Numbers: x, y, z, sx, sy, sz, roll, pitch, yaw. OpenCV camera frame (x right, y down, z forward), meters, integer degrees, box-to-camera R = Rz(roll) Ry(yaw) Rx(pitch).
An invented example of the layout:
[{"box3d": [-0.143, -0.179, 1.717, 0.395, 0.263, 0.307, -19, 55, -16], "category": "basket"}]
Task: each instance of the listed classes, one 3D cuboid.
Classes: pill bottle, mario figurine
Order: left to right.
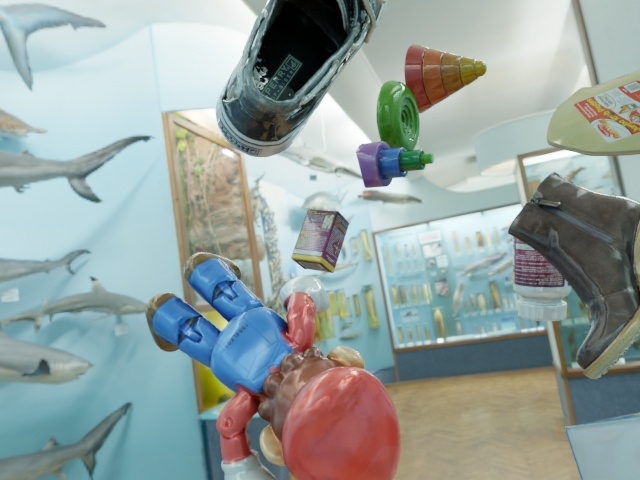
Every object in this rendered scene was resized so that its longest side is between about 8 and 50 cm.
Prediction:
[{"box3d": [-0.048, 0.153, 0.555, 0.320, 0.198, 0.170, 34, 20, 34], "category": "mario figurine"}, {"box3d": [0.490, 0.060, 1.127, 0.121, 0.221, 0.121, -1, 4, 0], "category": "pill bottle"}]

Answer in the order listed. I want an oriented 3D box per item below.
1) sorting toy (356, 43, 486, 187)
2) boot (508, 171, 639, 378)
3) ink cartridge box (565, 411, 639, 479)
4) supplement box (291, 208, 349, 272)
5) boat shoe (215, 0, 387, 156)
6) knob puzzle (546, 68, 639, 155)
[{"box3d": [0.177, -0.209, 0.808, 0.126, 0.127, 0.365, -1, 41, 32], "category": "sorting toy"}, {"box3d": [0.352, 0.039, 0.700, 0.207, 0.248, 0.090, 31, -11, 31], "category": "boot"}, {"box3d": [0.444, 0.269, 0.564, 0.232, 0.171, 0.168, -2, -24, -23], "category": "ink cartridge box"}, {"box3d": [0.000, 0.000, 0.749, 0.055, 0.083, 0.043, 7, -22, 34], "category": "supplement box"}, {"box3d": [0.001, -0.220, 0.472, 0.113, 0.306, 0.105, 35, -25, -8], "category": "boat shoe"}, {"box3d": [0.459, -0.187, 0.809, 0.213, 0.213, 0.030, -11, -45, 20], "category": "knob puzzle"}]
